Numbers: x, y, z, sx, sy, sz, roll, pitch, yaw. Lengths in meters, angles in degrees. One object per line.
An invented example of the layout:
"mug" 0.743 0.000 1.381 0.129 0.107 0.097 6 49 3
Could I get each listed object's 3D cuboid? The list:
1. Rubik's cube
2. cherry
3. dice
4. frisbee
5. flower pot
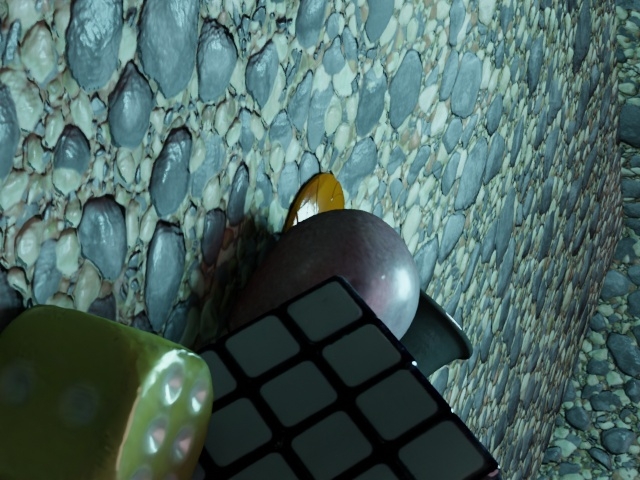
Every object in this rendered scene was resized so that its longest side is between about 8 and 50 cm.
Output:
"Rubik's cube" -0.011 0.312 1.371 0.343 0.337 0.344 -29 137 -15
"cherry" 0.010 0.083 1.585 0.239 0.206 0.239 -52 -174 8
"dice" -0.215 0.164 1.176 0.166 0.169 0.169 40 66 -65
"frisbee" 0.000 0.000 1.753 0.192 0.035 0.192 -42 138 -53
"flower pot" 0.097 0.151 1.873 0.148 0.235 0.235 -48 150 -11
